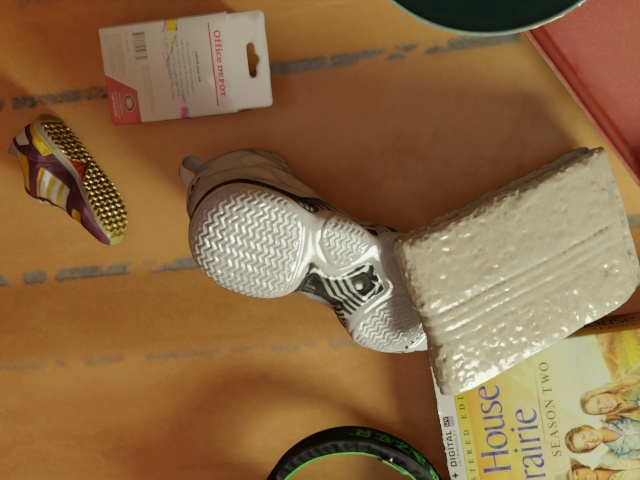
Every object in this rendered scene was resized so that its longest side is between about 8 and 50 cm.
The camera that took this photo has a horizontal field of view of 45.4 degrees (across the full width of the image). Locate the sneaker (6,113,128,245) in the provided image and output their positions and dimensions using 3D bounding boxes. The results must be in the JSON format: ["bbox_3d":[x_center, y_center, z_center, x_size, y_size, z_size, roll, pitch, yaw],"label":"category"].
[{"bbox_3d":[-0.317,-0.063,0.961,0.083,0.069,0.186,-33,88,22],"label":"sneaker"}]

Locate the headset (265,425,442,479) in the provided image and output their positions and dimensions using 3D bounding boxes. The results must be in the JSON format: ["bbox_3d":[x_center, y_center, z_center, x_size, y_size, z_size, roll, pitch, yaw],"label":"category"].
[{"bbox_3d":[0.003,0.423,0.932,0.243,0.185,0.394,28,102,3],"label":"headset"}]

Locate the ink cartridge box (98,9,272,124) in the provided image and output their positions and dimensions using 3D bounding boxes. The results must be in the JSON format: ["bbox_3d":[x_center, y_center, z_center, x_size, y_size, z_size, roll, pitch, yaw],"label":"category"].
[{"bbox_3d":[-0.150,-0.203,0.904,0.198,0.067,0.115,-3,100,11],"label":"ink cartridge box"}]

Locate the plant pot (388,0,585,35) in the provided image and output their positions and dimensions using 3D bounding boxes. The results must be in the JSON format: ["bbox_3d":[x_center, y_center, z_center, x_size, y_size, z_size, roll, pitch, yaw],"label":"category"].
[{"bbox_3d":[0.157,-0.358,0.751,0.290,0.195,0.290,1,110,3],"label":"plant pot"}]

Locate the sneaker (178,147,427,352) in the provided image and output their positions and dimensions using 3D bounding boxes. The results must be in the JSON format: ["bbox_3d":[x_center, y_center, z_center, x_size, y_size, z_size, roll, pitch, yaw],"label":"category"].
[{"bbox_3d":[0.000,0.000,0.887,0.365,0.210,0.137,22,106,-31],"label":"sneaker"}]

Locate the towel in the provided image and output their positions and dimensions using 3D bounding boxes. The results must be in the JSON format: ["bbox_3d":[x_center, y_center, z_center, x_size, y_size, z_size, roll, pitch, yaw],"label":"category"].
[{"bbox_3d":[0.221,0.028,0.837,0.282,0.049,0.187,-24,103,-16],"label":"towel"}]

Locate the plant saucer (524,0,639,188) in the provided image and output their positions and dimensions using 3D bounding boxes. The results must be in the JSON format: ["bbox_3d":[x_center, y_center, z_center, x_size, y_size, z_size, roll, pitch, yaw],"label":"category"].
[{"bbox_3d":[0.384,-0.227,0.826,0.259,0.048,0.258,-37,93,12],"label":"plant saucer"}]

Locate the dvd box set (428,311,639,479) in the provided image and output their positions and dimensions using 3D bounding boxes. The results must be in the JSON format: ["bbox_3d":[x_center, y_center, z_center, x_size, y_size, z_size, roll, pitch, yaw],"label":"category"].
[{"bbox_3d":[0.359,0.241,0.906,0.420,0.062,0.308,-9,98,10],"label":"dvd box set"}]
